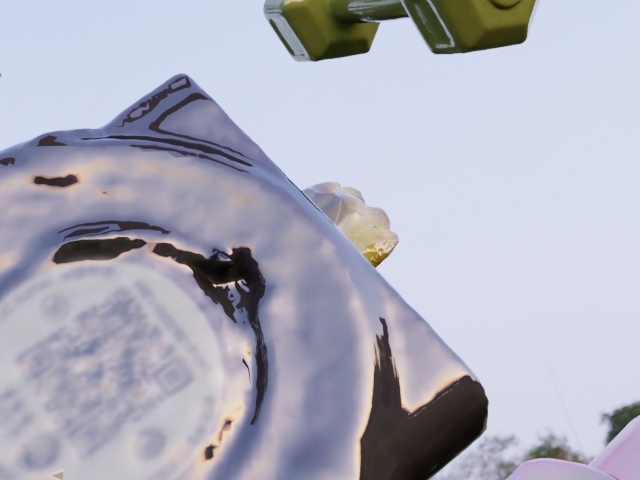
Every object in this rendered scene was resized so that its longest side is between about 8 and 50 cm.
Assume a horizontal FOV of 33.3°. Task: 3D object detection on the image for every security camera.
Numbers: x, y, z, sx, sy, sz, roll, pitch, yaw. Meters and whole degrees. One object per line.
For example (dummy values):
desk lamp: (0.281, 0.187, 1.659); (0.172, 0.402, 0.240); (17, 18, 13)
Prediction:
security camera: (-0.066, 0.100, 0.432); (0.191, 0.197, 0.277); (-38, -21, -16)

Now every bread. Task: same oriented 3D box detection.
bread: (0.000, 0.000, 1.320); (0.161, 0.233, 0.088); (-47, -63, 2)

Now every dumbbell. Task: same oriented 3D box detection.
dumbbell: (0.063, -0.216, 0.937); (0.108, 0.121, 0.302); (-45, 27, -19)

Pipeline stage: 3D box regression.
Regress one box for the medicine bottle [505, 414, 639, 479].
medicine bottle: (0.086, 0.144, 0.372); (0.188, 0.094, 0.119); (-36, -39, -30)
